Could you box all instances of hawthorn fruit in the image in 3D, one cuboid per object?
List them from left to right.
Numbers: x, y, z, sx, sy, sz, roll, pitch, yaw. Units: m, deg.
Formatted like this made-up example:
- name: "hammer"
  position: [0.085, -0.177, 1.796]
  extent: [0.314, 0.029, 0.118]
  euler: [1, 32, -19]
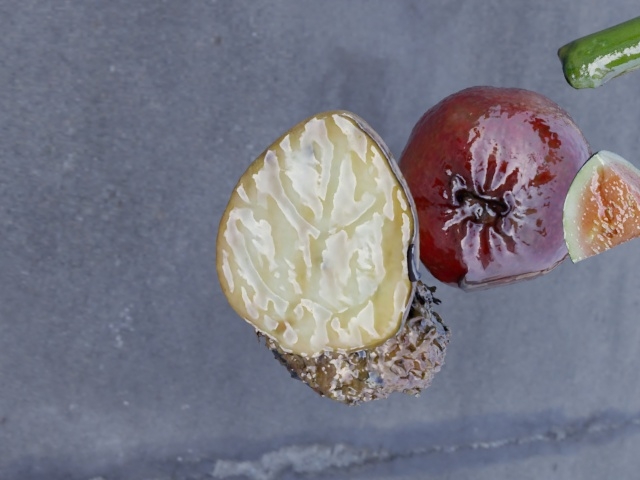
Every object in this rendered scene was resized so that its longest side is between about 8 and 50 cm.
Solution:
- name: "hawthorn fruit"
  position: [0.238, -0.080, 1.453]
  extent: [0.307, 0.265, 0.265]
  euler: [-30, 123, -64]

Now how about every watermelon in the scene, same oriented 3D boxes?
- name: "watermelon"
  position: [0.326, -0.033, 1.151]
  extent: [0.135, 0.094, 0.125]
  euler: [-5, 110, -25]

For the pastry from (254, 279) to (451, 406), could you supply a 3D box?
- name: "pastry"
  position: [0.047, 0.086, 1.428]
  extent: [0.275, 0.275, 0.192]
  euler: [-33, 137, -46]

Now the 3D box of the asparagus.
- name: "asparagus"
  position: [0.406, -0.240, 1.247]
  extent: [0.060, 0.278, 0.067]
  euler: [65, 29, -13]

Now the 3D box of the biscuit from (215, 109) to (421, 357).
- name: "biscuit"
  position: [0.002, -0.002, 1.049]
  extent: [0.041, 0.203, 0.260]
  euler: [-52, 154, -62]
